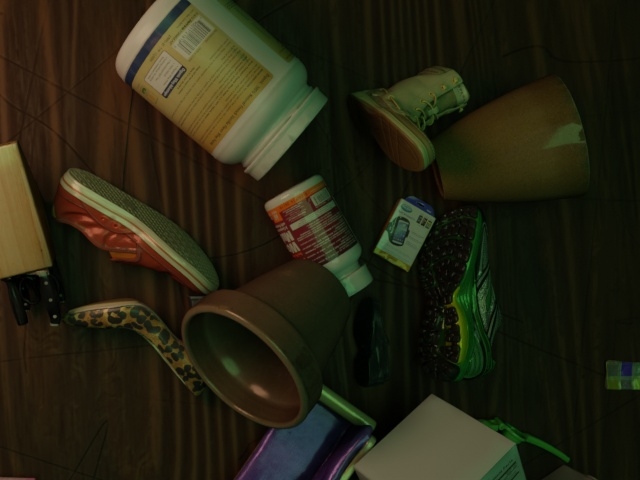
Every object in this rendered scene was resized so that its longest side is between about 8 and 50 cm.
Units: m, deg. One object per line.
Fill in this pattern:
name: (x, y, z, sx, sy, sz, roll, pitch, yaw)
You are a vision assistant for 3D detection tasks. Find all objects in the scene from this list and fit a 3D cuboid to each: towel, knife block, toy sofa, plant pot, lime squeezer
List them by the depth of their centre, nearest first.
knife block: (-0.492, 0.007, 1.355, 0.088, 0.275, 0.242, -15, 62, -12)
plant pot: (-0.067, 0.151, 1.415, 0.263, 0.263, 0.229, 51, 53, -6)
toy sofa: (-0.064, 0.428, 1.456, 0.150, 0.177, 0.362, 36, 82, -2)
plant pot: (0.341, -0.165, 1.557, 0.255, 0.237, 0.237, -15, 92, 4)
lime squeezer: (0.351, 0.400, 1.612, 0.311, 0.059, 0.109, -3, 89, -13)
towel: (0.622, 0.278, 1.696, 0.083, 0.009, 0.060, 5, 87, -12)

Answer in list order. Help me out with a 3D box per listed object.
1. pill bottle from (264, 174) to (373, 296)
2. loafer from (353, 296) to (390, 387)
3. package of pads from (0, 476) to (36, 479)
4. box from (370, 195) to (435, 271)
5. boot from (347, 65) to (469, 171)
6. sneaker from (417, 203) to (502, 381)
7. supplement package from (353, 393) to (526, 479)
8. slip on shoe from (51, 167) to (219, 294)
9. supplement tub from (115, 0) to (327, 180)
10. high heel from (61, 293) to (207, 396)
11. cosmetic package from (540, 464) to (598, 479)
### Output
pill bottle: (0.000, 0.000, 1.513, 0.121, 0.121, 0.221, -30, 95, -11)
loafer: (0.102, 0.192, 1.569, 0.061, 0.062, 0.170, 2, 92, -34)
package of pads: (-0.539, 0.438, 1.434, 0.083, 0.032, 0.050, 5, 85, -12)
box: (0.163, -0.017, 1.598, 0.081, 0.028, 0.136, 30, 80, -10)
boot: (0.191, -0.231, 1.509, 0.204, 0.262, 0.095, -22, 126, -14)
sneaker: (0.275, 0.099, 1.584, 0.146, 0.134, 0.343, 11, 82, -37)
supplement package: (0.223, 0.449, 1.407, 0.198, 0.199, 0.262, -37, 126, -22)
slip on shoe: (-0.325, 0.001, 1.459, 0.331, 0.123, 0.101, 33, 105, -9)
supplement tub: (-0.167, -0.276, 1.431, 0.316, 0.228, 0.228, 41, 81, -8)
high heel: (-0.320, 0.195, 1.460, 0.261, 0.093, 0.186, -2, 93, -13)
cosmetic package: (0.390, 0.601, 1.536, 0.385, 0.217, 0.156, -28, 96, -9)
